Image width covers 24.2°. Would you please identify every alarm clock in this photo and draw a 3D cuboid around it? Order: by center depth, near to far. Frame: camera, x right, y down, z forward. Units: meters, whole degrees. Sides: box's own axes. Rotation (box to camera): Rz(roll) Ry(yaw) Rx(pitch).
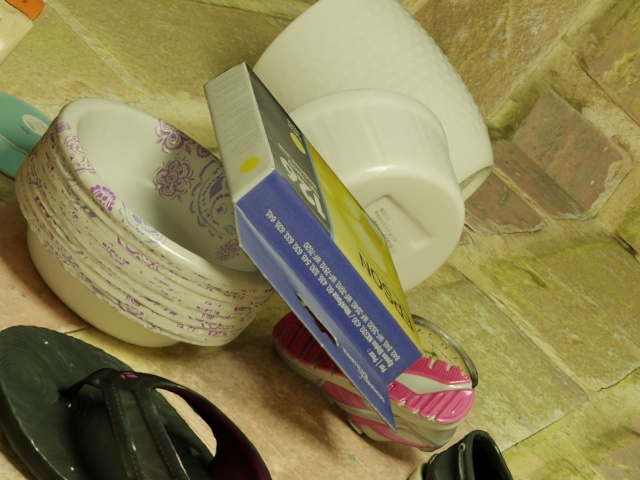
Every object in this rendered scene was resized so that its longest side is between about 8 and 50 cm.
[{"bbox_3d":[0.126,0.159,1.866,0.129,0.064,0.192,44,17,10],"label":"alarm clock"}]

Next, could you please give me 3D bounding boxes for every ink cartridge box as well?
[{"bbox_3d":[0.000,0.000,1.556,0.303,0.072,0.307,52,11,-35],"label":"ink cartridge box"}]

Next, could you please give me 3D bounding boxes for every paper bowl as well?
[{"bbox_3d":[-0.183,-0.003,1.525,0.284,0.148,0.284,35,20,-15],"label":"paper bowl"}]

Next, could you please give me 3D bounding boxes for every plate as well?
[{"bbox_3d":[-0.337,-0.120,1.688,0.188,0.024,0.188,34,20,-14],"label":"plate"}]

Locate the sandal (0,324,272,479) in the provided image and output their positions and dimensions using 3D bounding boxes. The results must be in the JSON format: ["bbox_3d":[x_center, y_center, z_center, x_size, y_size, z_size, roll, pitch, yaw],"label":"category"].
[{"bbox_3d":[-0.093,0.213,1.246,0.446,0.107,0.167,43,27,6],"label":"sandal"}]

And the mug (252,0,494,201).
[{"bbox_3d":[0.093,-0.167,2.281,0.328,0.276,0.374,50,-10,12],"label":"mug"}]

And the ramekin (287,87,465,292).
[{"bbox_3d":[0.046,-0.042,1.863,0.277,0.277,0.135,24,32,-38],"label":"ramekin"}]

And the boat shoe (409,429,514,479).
[{"bbox_3d":[0.201,0.330,1.550,0.127,0.113,0.340,29,22,-30],"label":"boat shoe"}]

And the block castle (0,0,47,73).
[{"bbox_3d":[-0.404,-0.184,1.292,0.213,0.303,0.453,41,18,-17],"label":"block castle"}]

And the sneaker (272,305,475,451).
[{"bbox_3d":[0.050,0.165,1.679,0.252,0.111,0.103,29,51,24],"label":"sneaker"}]
